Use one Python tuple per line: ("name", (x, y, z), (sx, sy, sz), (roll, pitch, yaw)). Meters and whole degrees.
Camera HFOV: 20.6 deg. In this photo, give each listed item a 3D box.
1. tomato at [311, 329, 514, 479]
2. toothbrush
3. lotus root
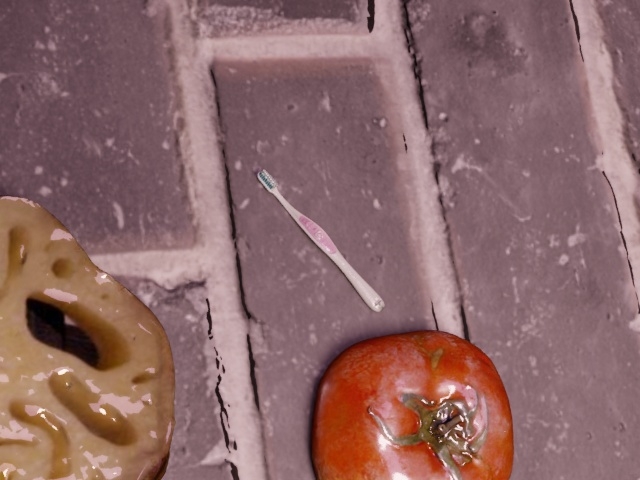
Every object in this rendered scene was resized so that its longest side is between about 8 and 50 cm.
("tomato", (0.107, 0.196, 1.857), (0.237, 0.095, 0.236), (5, 70, -15))
("toothbrush", (0.000, 0.000, 1.937), (0.017, 0.022, 0.204), (-40, 89, -22))
("lotus root", (-0.331, 0.132, 1.749), (0.391, 0.111, 0.374), (11, 67, -9))
